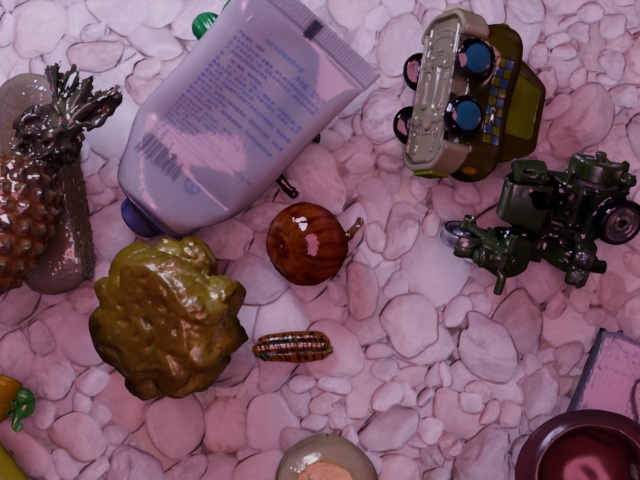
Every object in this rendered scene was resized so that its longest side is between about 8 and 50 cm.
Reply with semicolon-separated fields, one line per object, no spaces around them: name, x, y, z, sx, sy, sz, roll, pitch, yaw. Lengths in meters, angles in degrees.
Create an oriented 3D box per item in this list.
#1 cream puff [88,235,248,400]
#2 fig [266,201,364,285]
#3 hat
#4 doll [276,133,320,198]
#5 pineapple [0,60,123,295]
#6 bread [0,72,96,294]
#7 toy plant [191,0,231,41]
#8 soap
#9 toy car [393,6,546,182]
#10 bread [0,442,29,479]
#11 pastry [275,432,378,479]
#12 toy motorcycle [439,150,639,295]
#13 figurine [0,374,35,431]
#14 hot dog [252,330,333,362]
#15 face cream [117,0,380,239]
cream puff;-0.216;0.115;1.887;0.196;0.244;0.244;-32;84;-36
fig;-0.016;-0.002;1.942;0.128;0.150;0.128;8;118;15
hat;0.369;0.328;1.803;0.206;0.089;0.205;0;87;-1
doll;-0.086;-0.157;1.981;0.165;0.057;0.139;22;88;12
pineapple;-0.408;-0.089;1.844;0.175;0.175;0.361;35;72;5
bread;-0.448;-0.081;1.962;0.183;0.102;0.337;-10;84;1
toy plant;-0.128;-0.307;1.976;0.143;0.105;0.200;-1;68;13
soap;0.493;0.308;1.894;0.296;0.107;0.285;21;85;5
toy car;0.239;-0.203;1.927;0.198;0.204;0.247;11;87;-20
bread;-0.444;0.455;1.893;0.166;0.112;0.383;-42;85;22
pastry;0.008;0.362;1.914;0.156;0.092;0.156;0;78;-2
toy motorcycle;0.324;-0.034;1.884;0.275;0.127;0.205;6;116;-14
figurine;-0.504;0.247;1.939;0.156;0.095;0.115;18;86;10
hot dog;-0.042;0.161;1.959;0.122;0.037;0.049;-5;82;0
face cream;-0.140;-0.166;1.891;0.235;0.137;0.420;41;108;-8
